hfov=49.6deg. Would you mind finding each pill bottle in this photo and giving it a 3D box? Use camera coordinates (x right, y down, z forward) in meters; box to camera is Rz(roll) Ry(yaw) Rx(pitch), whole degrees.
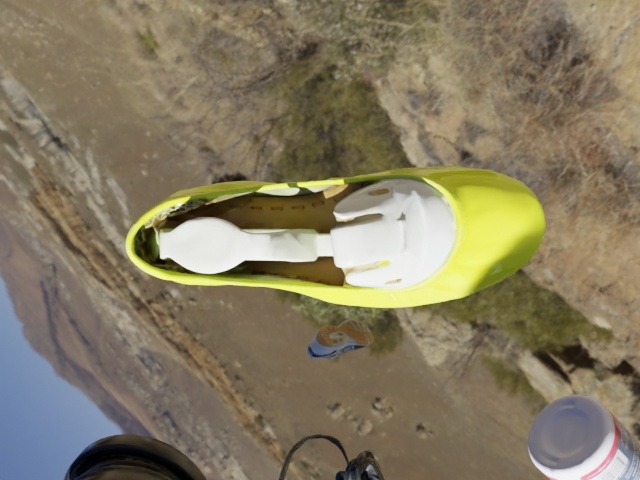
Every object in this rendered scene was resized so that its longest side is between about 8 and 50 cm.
[{"bbox_3d":[0.346,0.278,0.842,0.180,0.108,0.108,43,167,-23],"label":"pill bottle"}]

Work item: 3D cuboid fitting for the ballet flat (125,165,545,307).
[{"bbox_3d":[0.000,0.000,0.372,0.077,0.231,0.077,-7,-84,-73],"label":"ballet flat"}]

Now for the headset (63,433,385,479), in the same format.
[{"bbox_3d":[-0.126,0.268,0.518,0.243,0.395,0.185,-142,32,-68],"label":"headset"}]

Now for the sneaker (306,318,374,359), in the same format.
[{"bbox_3d":[0.019,0.105,0.721,0.037,0.083,0.031,-51,54,31],"label":"sneaker"}]
